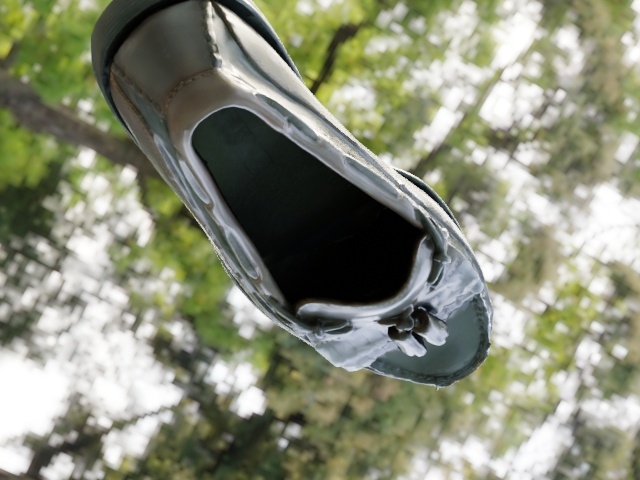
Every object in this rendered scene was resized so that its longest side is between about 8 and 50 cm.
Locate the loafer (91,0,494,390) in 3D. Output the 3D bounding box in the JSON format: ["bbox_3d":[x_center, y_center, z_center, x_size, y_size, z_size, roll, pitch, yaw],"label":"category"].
[{"bbox_3d":[0.000,0.000,0.691,0.096,0.267,0.084,-38,-138,7],"label":"loafer"}]
